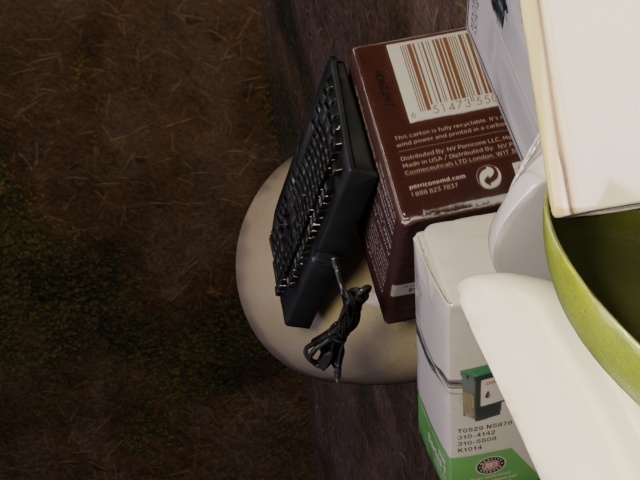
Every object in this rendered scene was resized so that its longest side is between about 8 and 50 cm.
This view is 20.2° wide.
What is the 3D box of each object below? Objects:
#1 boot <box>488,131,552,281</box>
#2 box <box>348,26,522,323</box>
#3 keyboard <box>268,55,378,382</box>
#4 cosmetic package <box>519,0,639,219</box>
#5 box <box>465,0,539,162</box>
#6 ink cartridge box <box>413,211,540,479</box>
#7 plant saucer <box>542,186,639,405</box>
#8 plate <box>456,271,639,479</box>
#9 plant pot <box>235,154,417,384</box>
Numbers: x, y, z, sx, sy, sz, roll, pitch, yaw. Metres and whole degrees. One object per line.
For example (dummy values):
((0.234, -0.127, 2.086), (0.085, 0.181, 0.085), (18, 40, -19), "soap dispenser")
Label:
((0.181, -0.092, 1.052), (0.258, 0.095, 0.123), (-50, 32, 33), "boot")
((0.118, -0.058, 1.506), (0.203, 0.168, 0.167), (94, 162, -64), "box")
((0.000, 0.000, 1.556), (0.317, 0.033, 0.201), (111, 147, -62), "keyboard")
((0.173, -0.173, 0.828), (0.113, 0.160, 0.309), (-11, 87, 49), "cosmetic package")
((0.185, -0.114, 1.247), (0.169, 0.087, 0.290), (88, 168, -50), "box")
((0.162, 0.085, 1.423), (0.092, 0.160, 0.219), (-111, 12, -48), "ink cartridge box")
((0.201, 0.051, 0.854), (0.037, 0.241, 0.241), (-59, 29, 26), "plant saucer")
((0.219, 0.121, 0.843), (0.045, 0.278, 0.277), (-58, 28, 26), "plate")
((0.088, 0.033, 1.737), (0.274, 0.256, 0.256), (12, 114, 65), "plant pot")
